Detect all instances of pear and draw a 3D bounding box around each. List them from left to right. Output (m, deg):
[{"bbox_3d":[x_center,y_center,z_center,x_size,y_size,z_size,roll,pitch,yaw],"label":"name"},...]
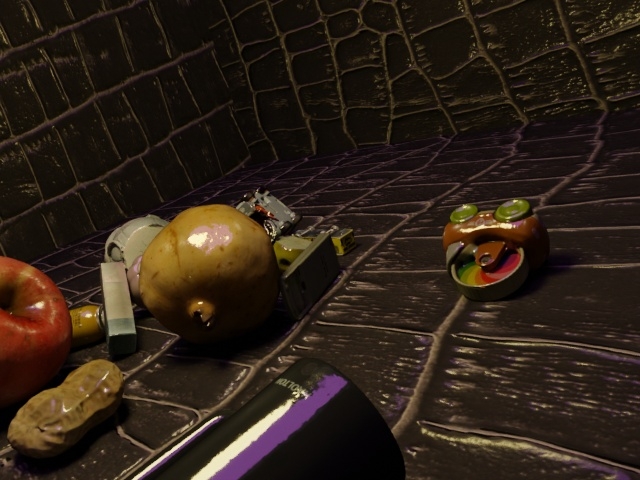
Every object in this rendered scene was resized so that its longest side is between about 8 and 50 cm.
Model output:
[{"bbox_3d":[-0.080,0.050,1.619,0.141,0.104,0.141,9,20,-3],"label":"pear"}]

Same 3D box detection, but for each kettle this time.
[{"bbox_3d":[-0.099,0.285,0.669,0.308,0.203,0.262,-31,54,-32],"label":"kettle"}]

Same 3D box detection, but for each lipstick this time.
[{"bbox_3d":[-0.542,0.171,1.526,0.068,0.066,0.317,-2,32,-25],"label":"lipstick"}]

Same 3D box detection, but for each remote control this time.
[{"bbox_3d":[-0.026,0.085,1.427,0.038,0.123,0.285,-7,21,26],"label":"remote control"}]

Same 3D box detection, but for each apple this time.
[{"bbox_3d":[-0.779,0.222,1.327,0.364,0.363,0.364,-16,17,5],"label":"apple"}]

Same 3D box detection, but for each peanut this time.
[{"bbox_3d":[-0.489,0.324,1.124,0.197,0.110,0.233,-9,17,40],"label":"peanut"}]

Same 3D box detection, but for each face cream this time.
[{"bbox_3d":[-0.716,0.253,1.584,0.349,0.104,0.105,-16,17,4],"label":"face cream"}]

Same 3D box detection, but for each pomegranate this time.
[{"bbox_3d":[-0.253,0.093,1.319,0.343,0.342,0.342,-16,17,5],"label":"pomegranate"}]

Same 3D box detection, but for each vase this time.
[{"bbox_3d":[-0.606,0.037,1.943,0.250,0.249,0.445,-25,12,-25],"label":"vase"}]

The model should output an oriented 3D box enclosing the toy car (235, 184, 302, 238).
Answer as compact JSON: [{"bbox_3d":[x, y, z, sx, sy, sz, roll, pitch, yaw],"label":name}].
[{"bbox_3d":[-0.203,-0.040,1.879,0.212,0.181,0.270,-51,-1,19],"label":"toy car"}]

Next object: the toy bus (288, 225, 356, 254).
[{"bbox_3d":[0.000,0.000,1.752,0.226,0.074,0.081,-2,24,41],"label":"toy bus"}]

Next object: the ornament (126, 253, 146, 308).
[{"bbox_3d":[-0.473,0.111,1.664,0.178,0.177,0.177,-16,17,5],"label":"ornament"}]

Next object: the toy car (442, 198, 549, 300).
[{"bbox_3d":[0.356,0.036,1.222,0.235,0.145,0.235,-23,29,14],"label":"toy car"}]

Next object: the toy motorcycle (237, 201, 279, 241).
[{"bbox_3d":[-0.268,0.017,1.650,0.326,0.148,0.221,-45,56,4],"label":"toy motorcycle"}]
